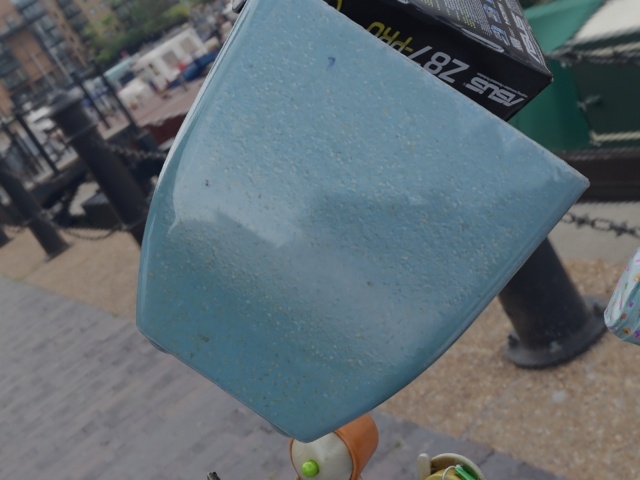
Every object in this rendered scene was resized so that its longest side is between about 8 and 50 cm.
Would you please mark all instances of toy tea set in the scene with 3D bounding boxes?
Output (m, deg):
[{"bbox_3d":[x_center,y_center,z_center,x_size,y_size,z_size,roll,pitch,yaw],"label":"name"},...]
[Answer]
[{"bbox_3d":[0.083,0.336,1.081,0.336,0.200,0.124,21,22,25],"label":"toy tea set"}]

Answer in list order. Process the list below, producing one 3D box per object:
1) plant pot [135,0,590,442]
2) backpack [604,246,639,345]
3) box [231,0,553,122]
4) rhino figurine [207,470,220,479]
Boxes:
[{"bbox_3d":[0.000,0.000,0.675,0.252,0.247,0.247,-56,-2,0],"label":"plant pot"},{"bbox_3d":[0.513,0.077,1.363,0.182,0.115,0.152,-69,-14,18],"label":"backpack"},{"bbox_3d":[0.047,-0.322,0.908,0.097,0.318,0.395,-42,45,36],"label":"box"},{"bbox_3d":[-0.087,0.271,0.697,0.073,0.243,0.106,-14,34,-26],"label":"rhino figurine"}]
